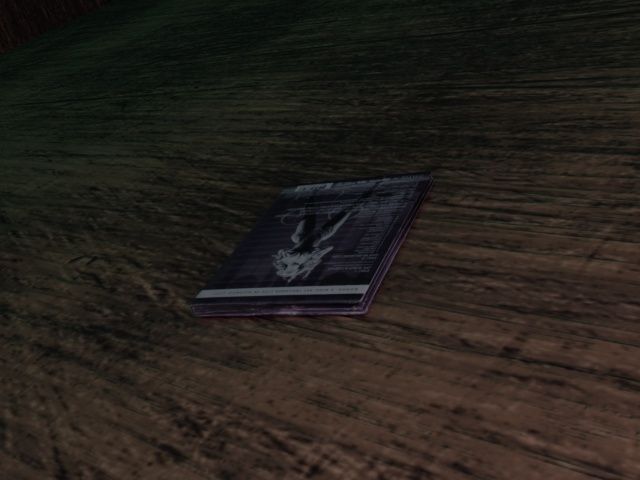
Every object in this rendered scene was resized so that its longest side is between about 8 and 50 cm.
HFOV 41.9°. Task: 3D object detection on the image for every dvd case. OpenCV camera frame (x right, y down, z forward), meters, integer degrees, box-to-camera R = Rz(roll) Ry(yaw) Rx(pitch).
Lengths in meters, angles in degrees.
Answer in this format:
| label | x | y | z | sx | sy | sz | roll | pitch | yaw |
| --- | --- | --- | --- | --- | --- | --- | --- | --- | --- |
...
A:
| label | x | y | z | sx | sy | sz | roll | pitch | yaw |
| --- | --- | --- | --- | --- | --- | --- | --- | --- | --- |
| dvd case | 0.000 | 0.000 | 0.774 | 0.164 | 0.018 | 0.221 | -3 | 30 | 26 |
